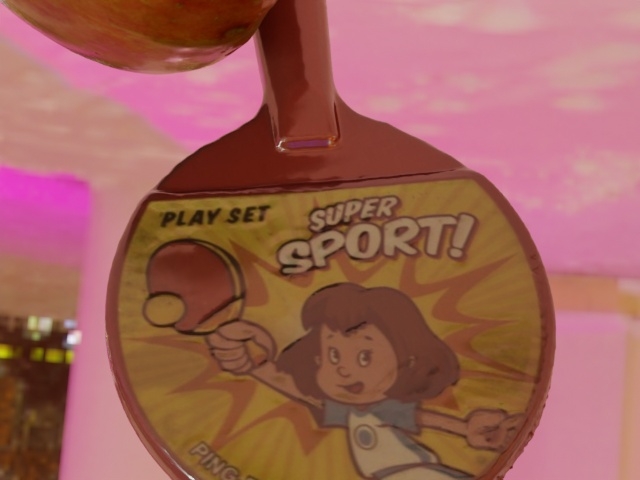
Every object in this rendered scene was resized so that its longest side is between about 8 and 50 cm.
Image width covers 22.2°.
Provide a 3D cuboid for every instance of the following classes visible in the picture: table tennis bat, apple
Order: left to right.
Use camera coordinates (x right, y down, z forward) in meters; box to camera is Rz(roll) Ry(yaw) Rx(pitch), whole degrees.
[{"bbox_3d":[-0.114,-0.230,1.004,0.226,0.246,0.246,24,167,-15],"label":"apple"},{"bbox_3d":[0.000,0.000,1.007,0.268,0.415,0.051,-4,145,-5],"label":"table tennis bat"}]
